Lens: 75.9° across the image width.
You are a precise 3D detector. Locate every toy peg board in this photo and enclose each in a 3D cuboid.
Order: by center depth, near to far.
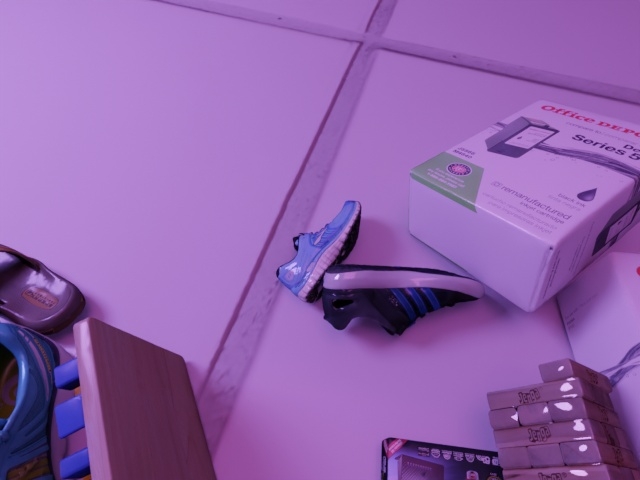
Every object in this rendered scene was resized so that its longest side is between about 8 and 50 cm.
[{"bbox_3d":[-0.174,0.175,0.360,0.079,0.160,0.161,-27,60,-2],"label":"toy peg board"}]

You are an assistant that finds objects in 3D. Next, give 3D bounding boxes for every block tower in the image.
[{"bbox_3d":[0.226,0.277,0.325,0.091,0.097,0.335,26,49,-33],"label":"block tower"}]

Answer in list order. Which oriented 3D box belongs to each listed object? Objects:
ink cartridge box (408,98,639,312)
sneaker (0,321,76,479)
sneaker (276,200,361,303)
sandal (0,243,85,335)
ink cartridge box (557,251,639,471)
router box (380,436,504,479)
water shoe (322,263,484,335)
[{"bbox_3d":[0.282,-0.066,0.535,0.273,0.114,0.198,-31,45,-21],"label":"ink cartridge box"},{"bbox_3d":[-0.288,0.201,0.356,0.107,0.110,0.275,-15,59,-13],"label":"sneaker"},{"bbox_3d":[0.000,0.000,0.537,0.073,0.063,0.162,26,58,18],"label":"sneaker"},{"bbox_3d":[-0.382,0.046,0.482,0.219,0.060,0.090,20,57,16],"label":"sandal"},{"bbox_3d":[0.400,0.160,0.416,0.207,0.117,0.283,4,56,0],"label":"ink cartridge box"},{"bbox_3d":[0.118,0.246,0.390,0.122,0.038,0.092,7,57,1],"label":"router box"},{"bbox_3d":[0.099,0.073,0.500,0.203,0.073,0.080,5,93,-11],"label":"water shoe"}]
